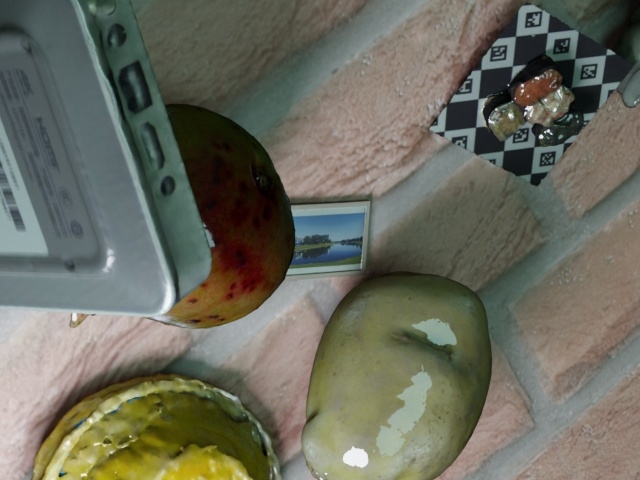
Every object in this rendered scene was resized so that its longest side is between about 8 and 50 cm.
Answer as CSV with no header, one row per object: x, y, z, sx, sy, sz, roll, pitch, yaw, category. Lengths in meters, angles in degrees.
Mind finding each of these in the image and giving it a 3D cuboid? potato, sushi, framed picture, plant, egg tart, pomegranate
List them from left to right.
-0.207,0.369,2.008,0.388,0.169,0.388,-7,104,-31,egg tart
-0.186,-0.018,1.886,0.291,0.323,0.291,15,65,-35,pomegranate
0.000,0.000,2.096,0.149,0.011,0.109,-4,106,-27,framed picture
0.107,0.204,2.089,0.243,0.221,0.326,19,84,-41,potato
0.307,-0.191,2.137,0.219,0.047,0.231,24,114,-31,sushi
0.502,-0.325,2.202,0.149,0.146,0.274,6,103,-10,plant

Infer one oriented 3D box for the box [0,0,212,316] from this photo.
-0.325,-0.109,1.667,0.111,0.396,0.396,-38,118,-44,box
